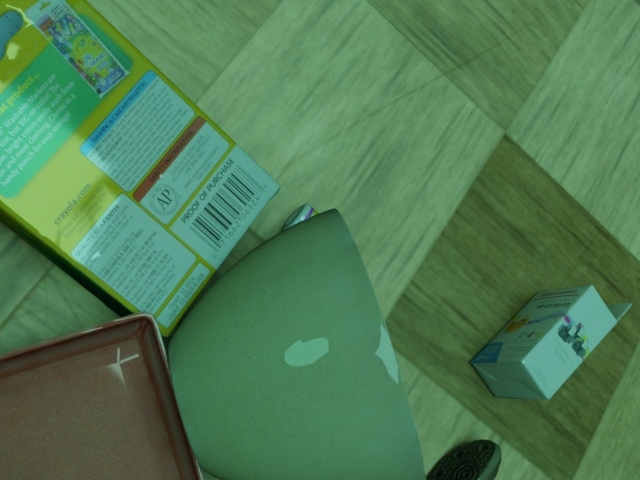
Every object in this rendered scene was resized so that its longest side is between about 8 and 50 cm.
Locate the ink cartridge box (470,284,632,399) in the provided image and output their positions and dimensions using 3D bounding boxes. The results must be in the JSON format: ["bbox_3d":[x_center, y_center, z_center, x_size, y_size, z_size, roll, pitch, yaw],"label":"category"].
[{"bbox_3d":[0.284,0.113,0.982,0.181,0.104,0.061,-39,99,-24],"label":"ink cartridge box"}]

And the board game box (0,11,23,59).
[{"bbox_3d":[-0.369,-0.205,0.785,0.281,0.027,0.145,45,66,-12],"label":"board game box"}]

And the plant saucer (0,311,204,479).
[{"bbox_3d":[-0.243,0.224,0.738,0.259,0.048,0.259,-17,89,-11],"label":"plant saucer"}]

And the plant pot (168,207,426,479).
[{"bbox_3d":[-0.036,0.131,0.767,0.191,0.284,0.284,-17,89,-5],"label":"plant pot"}]

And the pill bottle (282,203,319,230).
[{"bbox_3d":[0.000,0.000,0.907,0.083,0.043,0.043,43,68,-13],"label":"pill bottle"}]

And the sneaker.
[{"bbox_3d":[0.150,0.316,0.924,0.188,0.066,0.071,-44,117,-18],"label":"sneaker"}]

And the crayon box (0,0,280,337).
[{"bbox_3d":[-0.221,-0.083,0.779,0.323,0.083,0.203,44,68,-22],"label":"crayon box"}]
